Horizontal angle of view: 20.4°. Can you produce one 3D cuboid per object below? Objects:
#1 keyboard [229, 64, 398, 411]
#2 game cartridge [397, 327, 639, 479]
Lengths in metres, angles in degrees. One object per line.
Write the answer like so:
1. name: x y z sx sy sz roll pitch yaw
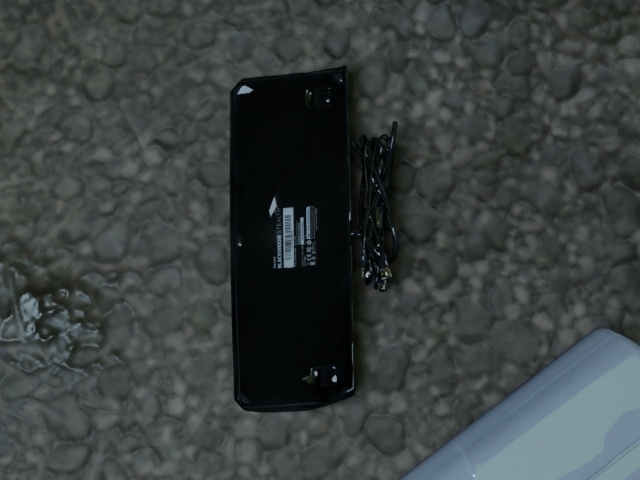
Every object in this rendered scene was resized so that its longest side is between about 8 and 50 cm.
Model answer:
1. keyboard: 0.000 0.000 0.997 0.100 0.038 0.192 -4 81 20
2. game cartridge: 0.187 0.203 0.958 0.196 0.060 0.294 -36 84 -12
